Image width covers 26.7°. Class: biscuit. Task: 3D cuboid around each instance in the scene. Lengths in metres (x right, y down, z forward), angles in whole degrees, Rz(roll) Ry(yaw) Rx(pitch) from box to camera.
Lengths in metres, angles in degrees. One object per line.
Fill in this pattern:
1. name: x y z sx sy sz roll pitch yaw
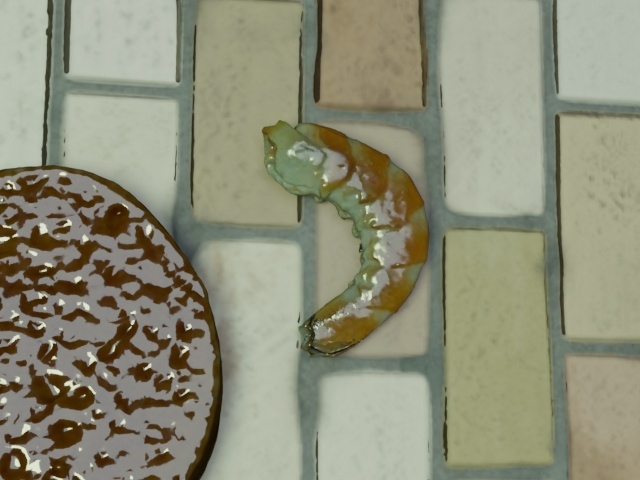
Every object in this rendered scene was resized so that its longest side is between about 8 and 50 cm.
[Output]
1. biscuit: -0.268 0.102 0.948 0.394 0.070 0.350 -20 81 -15

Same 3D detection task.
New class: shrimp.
1. shrimp: 0.000 0.000 1.036 0.161 0.049 0.166 29 83 -6
